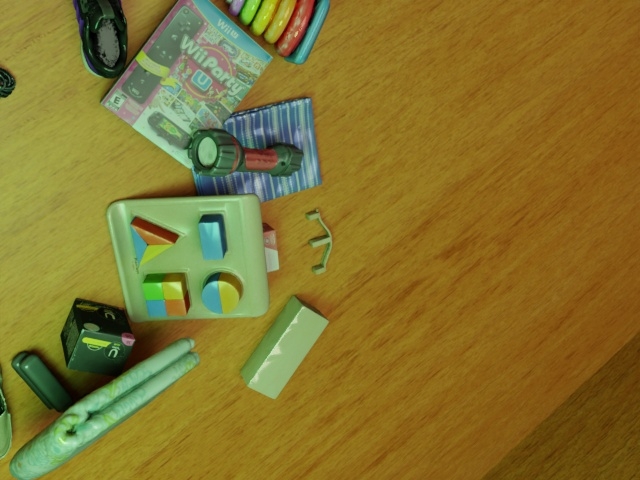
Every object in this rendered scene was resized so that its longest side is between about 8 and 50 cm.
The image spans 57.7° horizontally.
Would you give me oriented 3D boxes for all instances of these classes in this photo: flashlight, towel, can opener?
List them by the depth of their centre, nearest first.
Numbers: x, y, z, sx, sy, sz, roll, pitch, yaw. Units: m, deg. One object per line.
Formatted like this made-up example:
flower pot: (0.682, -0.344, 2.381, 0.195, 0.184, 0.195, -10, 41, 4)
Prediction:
flashlight: (-0.151, -0.189, 1.291, 0.304, 0.103, 0.103, -7, 124, -54)
towel: (-0.471, 0.369, 1.291, 0.320, 0.090, 0.374, -41, 174, 39)
can opener: (-0.620, 0.363, 1.406, 0.095, 0.075, 0.284, -53, 132, -40)
towel: (-0.155, -0.204, 1.432, 0.335, 0.040, 0.243, -19, 119, -21)

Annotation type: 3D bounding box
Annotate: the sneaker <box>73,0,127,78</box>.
sneaker: (-0.421, -0.457, 1.113, 0.102, 0.146, 0.294, -16, 117, -23)

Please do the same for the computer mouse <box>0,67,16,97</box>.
computer mouse: (-0.718, -0.230, 1.089, 0.188, 0.072, 0.272, 26, 96, -35)

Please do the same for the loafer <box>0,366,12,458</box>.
loafer: (-0.760, 0.402, 1.316, 0.101, 0.092, 0.269, -8, 114, -26)

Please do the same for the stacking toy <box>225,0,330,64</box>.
stacking toy: (-0.143, -0.520, 1.259, 0.301, 0.175, 0.166, 21, 103, -20)

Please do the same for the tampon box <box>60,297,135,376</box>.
tampon box: (-0.514, 0.222, 1.336, 0.120, 0.161, 0.102, 19, 100, -34)

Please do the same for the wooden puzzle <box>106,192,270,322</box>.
wooden puzzle: (-0.304, 0.056, 1.368, 0.347, 0.080, 0.322, -4, 114, -2)

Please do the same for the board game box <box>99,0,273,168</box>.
board game box: (-0.285, -0.343, 1.241, 0.224, 0.097, 0.303, 37, 87, -24)

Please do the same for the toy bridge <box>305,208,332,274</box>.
toy bridge: (0.000, 0.000, 1.609, 0.063, 0.026, 0.188, -18, 118, -24)

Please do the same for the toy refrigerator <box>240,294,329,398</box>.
toy refrigerator: (-0.104, 0.298, 1.639, 0.102, 0.094, 0.270, 33, 91, -28)

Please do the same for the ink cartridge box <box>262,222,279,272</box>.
ink cartridge box: (-0.212, 0.037, 1.483, 0.198, 0.067, 0.115, -14, 116, -24)
